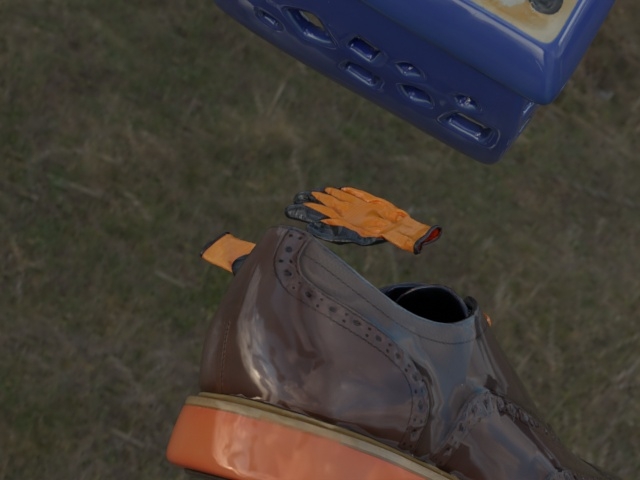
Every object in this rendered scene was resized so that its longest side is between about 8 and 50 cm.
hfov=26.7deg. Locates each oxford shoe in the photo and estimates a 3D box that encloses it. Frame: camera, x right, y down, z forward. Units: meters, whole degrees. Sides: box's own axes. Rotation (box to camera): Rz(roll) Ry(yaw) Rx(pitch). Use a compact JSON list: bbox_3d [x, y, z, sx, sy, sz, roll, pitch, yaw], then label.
[{"bbox_3d":[0.061,0.072,0.533,0.271,0.096,0.098,27,73,-48],"label":"oxford shoe"}]

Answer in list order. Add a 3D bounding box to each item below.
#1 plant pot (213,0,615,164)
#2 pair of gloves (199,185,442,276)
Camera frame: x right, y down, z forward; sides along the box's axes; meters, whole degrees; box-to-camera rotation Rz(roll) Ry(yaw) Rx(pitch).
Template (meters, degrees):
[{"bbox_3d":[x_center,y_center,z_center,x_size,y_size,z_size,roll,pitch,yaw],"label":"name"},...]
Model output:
[{"bbox_3d":[0.086,-0.205,0.826,0.236,0.236,0.212,31,-4,-2],"label":"plant pot"},{"bbox_3d":[0.000,0.000,0.559,0.074,0.010,0.083,21,39,37],"label":"pair of gloves"}]
